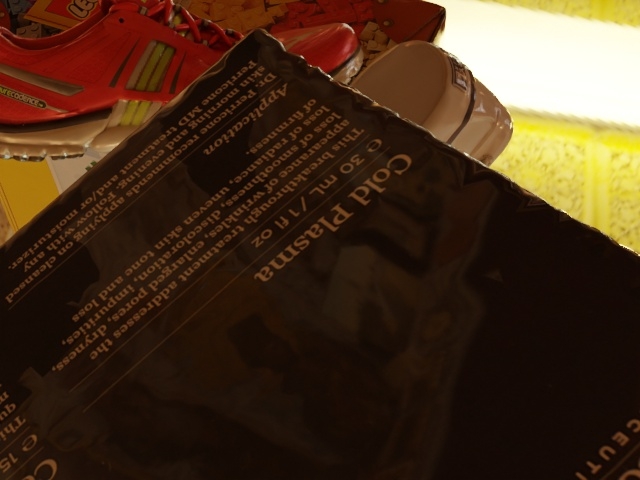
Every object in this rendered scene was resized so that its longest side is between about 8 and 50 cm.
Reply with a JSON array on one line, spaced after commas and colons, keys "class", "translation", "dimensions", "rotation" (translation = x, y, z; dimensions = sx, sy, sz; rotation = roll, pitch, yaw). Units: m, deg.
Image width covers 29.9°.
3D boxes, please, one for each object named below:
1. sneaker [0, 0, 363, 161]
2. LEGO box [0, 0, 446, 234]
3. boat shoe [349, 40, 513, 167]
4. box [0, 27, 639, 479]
[{"class": "sneaker", "translation": [-0.108, -0.127, 0.819], "dimensions": [0.279, 0.107, 0.118], "rotation": [-9, -72, -6]}, {"class": "LEGO box", "translation": [-0.093, -0.024, 1.145], "dimensions": [0.373, 0.500, 0.193], "rotation": [18, -123, 15]}, {"class": "boat shoe", "translation": [0.000, 0.000, 0.704], "dimensions": [0.267, 0.088, 0.096], "rotation": [-47, -139, 15]}, {"class": "box", "translation": [-0.033, 0.134, 0.435], "dimensions": [0.343, 0.179, 0.312], "rotation": [-42, -140, -8]}]
